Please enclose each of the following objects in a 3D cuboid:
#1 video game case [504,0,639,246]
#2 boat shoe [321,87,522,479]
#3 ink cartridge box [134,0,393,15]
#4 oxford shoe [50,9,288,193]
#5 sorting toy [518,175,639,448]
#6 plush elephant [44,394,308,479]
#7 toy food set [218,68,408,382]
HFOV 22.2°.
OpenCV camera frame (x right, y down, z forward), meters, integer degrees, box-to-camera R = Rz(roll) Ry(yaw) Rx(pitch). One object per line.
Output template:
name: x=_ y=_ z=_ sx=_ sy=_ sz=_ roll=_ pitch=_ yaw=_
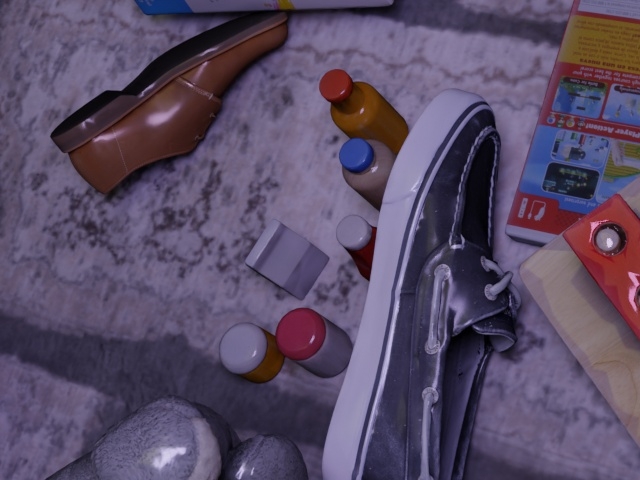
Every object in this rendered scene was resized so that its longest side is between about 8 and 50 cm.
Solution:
video game case: x=0.261 y=-0.116 z=1.127 sx=0.204 sy=0.025 sz=0.285 roll=14 pitch=82 yaw=29
boat shoe: x=0.090 y=0.045 z=1.116 sx=0.102 sy=0.108 sz=0.301 roll=11 pitch=79 yaw=29
ink cartridge box: x=-0.052 y=-0.292 z=1.261 sx=0.233 sy=0.171 sz=0.168 roll=3 pitch=59 yaw=27
oxford shoe: x=-0.108 y=-0.114 z=1.303 sx=0.212 sy=0.076 sz=0.076 roll=-34 pitch=17 yaw=-2
sorting toy: x=0.289 y=0.039 z=1.005 sx=0.257 sy=0.089 sz=0.255 roll=-37 pitch=70 yaw=9
plush elephant: x=-0.088 y=0.251 z=1.052 sx=0.272 sy=0.330 sz=0.255 roll=-31 pitch=84 yaw=14
toy food set: x=0.000 y=0.000 z=1.176 sx=0.111 sy=0.104 sz=0.232 roll=32 pitch=87 yaw=32
